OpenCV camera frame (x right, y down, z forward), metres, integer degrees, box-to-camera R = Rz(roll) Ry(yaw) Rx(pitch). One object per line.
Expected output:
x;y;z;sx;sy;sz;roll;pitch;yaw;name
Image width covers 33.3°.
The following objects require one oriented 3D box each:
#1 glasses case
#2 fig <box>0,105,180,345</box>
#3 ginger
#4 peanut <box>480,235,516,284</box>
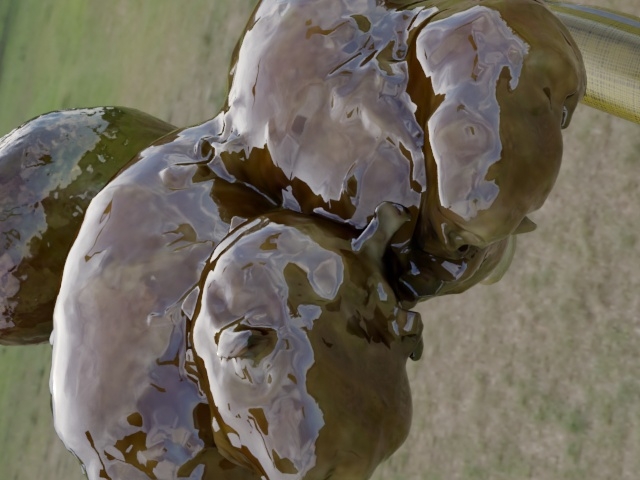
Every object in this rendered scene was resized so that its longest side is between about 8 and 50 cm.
0.233;-0.149;0.883;0.234;0.064;0.079;32;138;46;glasses case
-0.144;-0.035;0.765;0.145;0.274;0.170;65;178;-21;fig
-0.007;0.009;0.524;0.357;0.152;0.274;-54;34;-4;ginger
0.102;-0.039;1.041;0.236;0.120;0.110;42;163;42;peanut
